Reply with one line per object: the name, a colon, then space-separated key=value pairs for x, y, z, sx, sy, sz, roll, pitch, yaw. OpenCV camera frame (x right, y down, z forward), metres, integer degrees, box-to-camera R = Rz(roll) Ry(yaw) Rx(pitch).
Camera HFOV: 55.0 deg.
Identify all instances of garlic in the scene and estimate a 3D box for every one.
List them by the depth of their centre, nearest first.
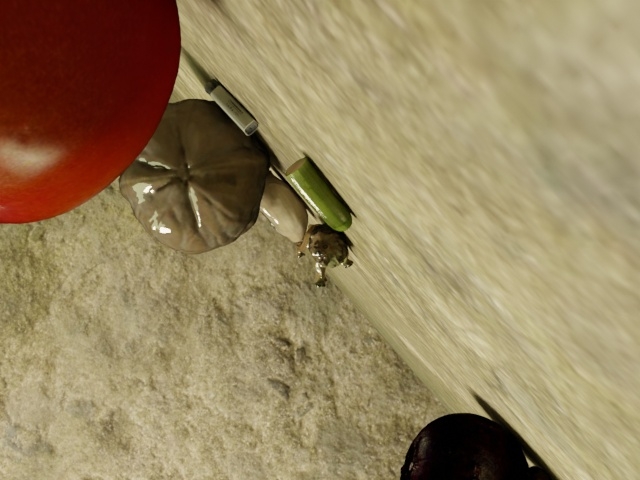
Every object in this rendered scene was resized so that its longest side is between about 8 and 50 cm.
garlic: x=-0.054 y=-0.051 z=0.952 sx=0.152 sy=0.066 sz=0.084 roll=53 pitch=-157 yaw=-9

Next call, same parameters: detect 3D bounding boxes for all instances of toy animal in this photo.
toy animal: x=0.005 y=0.016 z=0.883 sx=0.220 sy=0.069 sz=0.086 roll=-177 pitch=67 yaw=-78

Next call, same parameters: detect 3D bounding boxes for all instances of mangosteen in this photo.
mangosteen: x=0.241 y=0.369 z=0.898 sx=0.249 sy=0.211 sz=0.211 roll=18 pitch=175 yaw=2

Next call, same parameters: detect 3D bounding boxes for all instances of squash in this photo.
squash: x=0.002 y=-0.040 z=0.588 sx=0.083 sy=0.027 sz=0.027 roll=49 pitch=176 yaw=-22

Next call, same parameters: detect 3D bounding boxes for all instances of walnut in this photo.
walnut: x=-0.168 y=-0.087 z=0.843 sx=0.224 sy=0.224 sz=0.224 roll=48 pitch=176 yaw=4

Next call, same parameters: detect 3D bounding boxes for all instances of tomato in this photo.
tomato: x=-0.222 y=-0.163 z=0.388 sx=0.299 sy=0.226 sz=0.298 roll=52 pitch=171 yaw=12

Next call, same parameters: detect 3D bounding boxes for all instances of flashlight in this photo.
flashlight: x=-0.103 y=-0.154 z=0.706 sx=0.083 sy=0.018 sz=0.018 roll=47 pitch=178 yaw=24
